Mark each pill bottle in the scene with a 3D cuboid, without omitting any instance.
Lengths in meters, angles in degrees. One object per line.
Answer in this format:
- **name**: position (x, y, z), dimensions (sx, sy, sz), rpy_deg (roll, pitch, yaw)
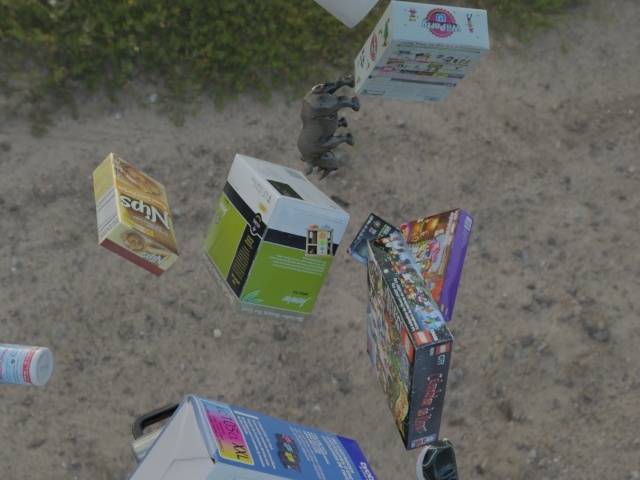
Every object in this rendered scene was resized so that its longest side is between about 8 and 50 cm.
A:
- **pill bottle**: position (-0.681, 0.272, 1.680), dimensions (0.160, 0.087, 0.087), rpy_deg (3, 52, 8)

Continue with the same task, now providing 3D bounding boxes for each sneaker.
- **sneaker**: position (0.201, 0.391, 1.185), dimensions (0.071, 0.178, 0.077), rpy_deg (-22, 27, -24)

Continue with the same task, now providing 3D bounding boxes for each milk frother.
- **milk frother**: position (-0.275, 0.390, 1.419), dimensions (0.134, 0.143, 0.129), rpy_deg (-22, 32, -19)

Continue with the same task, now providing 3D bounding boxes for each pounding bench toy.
- **pounding bench toy**: position (0.000, 0.000, 1.544), dimensions (0.052, 0.083, 0.065), rpy_deg (2, 91, 7)

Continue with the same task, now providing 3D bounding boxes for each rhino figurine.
- **rhino figurine**: position (0.007, -0.207, 1.472), dimensions (0.106, 0.243, 0.073), rpy_deg (-12, 52, -16)

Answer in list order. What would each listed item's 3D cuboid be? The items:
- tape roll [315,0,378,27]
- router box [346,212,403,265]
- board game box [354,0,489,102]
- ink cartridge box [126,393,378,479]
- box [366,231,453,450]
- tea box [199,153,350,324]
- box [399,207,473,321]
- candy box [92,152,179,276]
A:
- **tape roll**: position (0.061, -0.540, 1.393), dimensions (0.169, 0.246, 0.246), rpy_deg (35, 52, -13)
- **router box**: position (0.136, 0.004, 1.919), dimensions (0.092, 0.038, 0.123), rpy_deg (33, 96, 14)
- **board game box**: position (0.223, -0.425, 1.758), dimensions (0.223, 0.303, 0.098), rpy_deg (2, 78, -13)
- **ink cartridge box**: position (-0.086, 0.415, 1.146), dimensions (0.395, 0.270, 0.151), rpy_deg (27, 18, -33)
- **box**: position (0.100, 0.126, 0.918), dimensions (0.044, 0.233, 0.159), rpy_deg (-14, 49, -9)
- **tea box**: position (-0.133, -0.006, 2.005), dimensions (0.219, 0.324, 0.329), rpy_deg (14, 18, -31)
- **box**: position (0.253, 0.071, 1.868), dimensions (0.057, 0.200, 0.294), rpy_deg (38, 55, -30)
- **candy box**: position (-0.470, -0.069, 1.924), dimensions (0.087, 0.183, 0.317), rpy_deg (-44, 39, 15)
